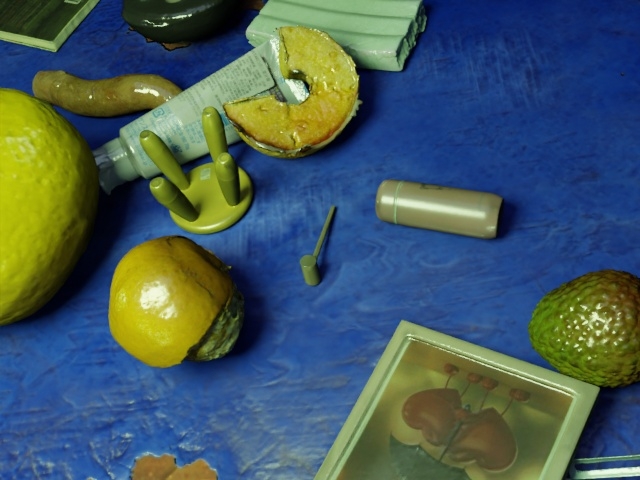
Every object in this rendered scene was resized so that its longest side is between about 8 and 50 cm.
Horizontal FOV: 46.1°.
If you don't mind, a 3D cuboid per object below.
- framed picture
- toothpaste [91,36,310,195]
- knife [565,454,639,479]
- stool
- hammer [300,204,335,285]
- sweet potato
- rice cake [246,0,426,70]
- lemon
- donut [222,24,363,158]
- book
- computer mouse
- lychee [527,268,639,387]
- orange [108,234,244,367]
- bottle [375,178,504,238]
[{"bbox_3d":[0.102,0.225,0.693,0.211,0.020,0.289,17,63,33],"label":"framed picture"},{"bbox_3d":[-0.161,-0.156,0.992,0.299,0.073,0.113,-28,89,-7],"label":"toothpaste"},{"bbox_3d":[0.255,0.308,0.590,0.123,0.053,0.277,-19,47,34],"label":"knife"},{"bbox_3d":[-0.148,-0.081,0.917,0.135,0.110,0.134,18,64,25],"label":"stool"},{"bbox_3d":[0.000,0.000,0.880,0.019,0.035,0.110,5,50,16],"label":"hammer"},{"bbox_3d":[-0.282,-0.205,1.062,0.282,0.059,0.067,7,68,19],"label":"sweet potato"},{"bbox_3d":[0.021,-0.302,1.062,0.237,0.043,0.127,16,61,21],"label":"rice cake"},{"bbox_3d":[-0.387,-0.036,0.859,0.261,0.260,0.284,37,88,30],"label":"lemon"},{"bbox_3d":[-0.028,-0.175,0.954,0.146,0.078,0.181,31,71,0],"label":"donut"},{"bbox_3d":[-0.485,-0.394,1.256,0.229,0.024,0.160,16,62,22],"label":"book"},{"bbox_3d":[-0.201,-0.378,1.131,0.170,0.100,0.269,-6,51,4],"label":"computer mouse"},{"bbox_3d":[0.270,0.081,0.711,0.147,0.114,0.114,-5,54,34],"label":"lychee"},{"bbox_3d":[-0.153,0.069,0.801,0.134,0.157,0.156,-39,55,12],"label":"orange"},{"bbox_3d":[0.134,-0.036,0.854,0.140,0.053,0.053,10,60,19],"label":"bottle"}]
